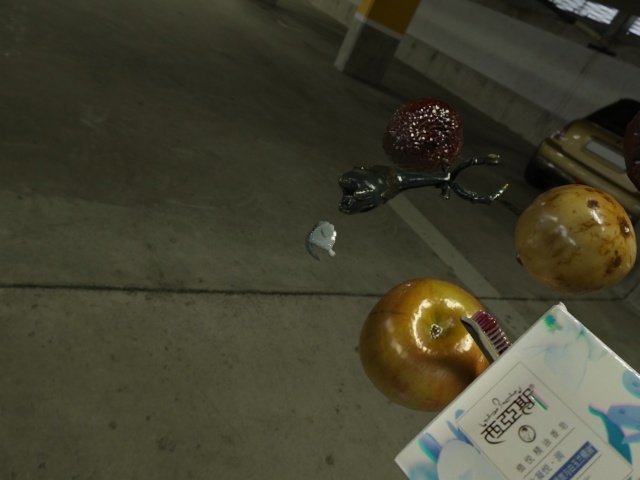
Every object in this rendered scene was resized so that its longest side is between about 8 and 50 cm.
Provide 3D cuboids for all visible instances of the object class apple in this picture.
[{"bbox_3d":[0.221,0.213,0.955,0.285,0.233,0.286,3,59,-5],"label":"apple"}]

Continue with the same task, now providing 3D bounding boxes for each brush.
[{"bbox_3d":[0.339,0.239,0.792,0.321,0.050,0.060,53,-4,-24],"label":"brush"}]

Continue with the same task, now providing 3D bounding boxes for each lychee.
[{"bbox_3d":[0.336,-0.338,1.490,0.260,0.261,0.261,21,28,-12],"label":"lychee"}]

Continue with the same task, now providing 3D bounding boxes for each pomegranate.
[{"bbox_3d":[0.491,0.001,0.892,0.215,0.215,0.215,21,28,-12],"label":"pomegranate"}]

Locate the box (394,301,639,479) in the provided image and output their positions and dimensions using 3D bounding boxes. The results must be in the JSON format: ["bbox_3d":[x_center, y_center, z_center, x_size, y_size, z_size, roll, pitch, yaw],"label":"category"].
[{"bbox_3d":[0.255,0.247,0.533,0.203,0.274,0.116,47,-5,24],"label":"box"}]

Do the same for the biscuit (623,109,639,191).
[{"bbox_3d":[0.536,-0.135,0.641,0.192,0.192,0.049,36,38,17],"label":"biscuit"}]

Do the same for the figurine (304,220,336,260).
[{"bbox_3d":[0.000,0.000,1.126,0.082,0.086,0.095,-20,64,-2],"label":"figurine"}]

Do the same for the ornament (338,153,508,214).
[{"bbox_3d":[0.163,-0.088,0.700,0.235,0.080,0.202,1,13,23],"label":"ornament"}]
